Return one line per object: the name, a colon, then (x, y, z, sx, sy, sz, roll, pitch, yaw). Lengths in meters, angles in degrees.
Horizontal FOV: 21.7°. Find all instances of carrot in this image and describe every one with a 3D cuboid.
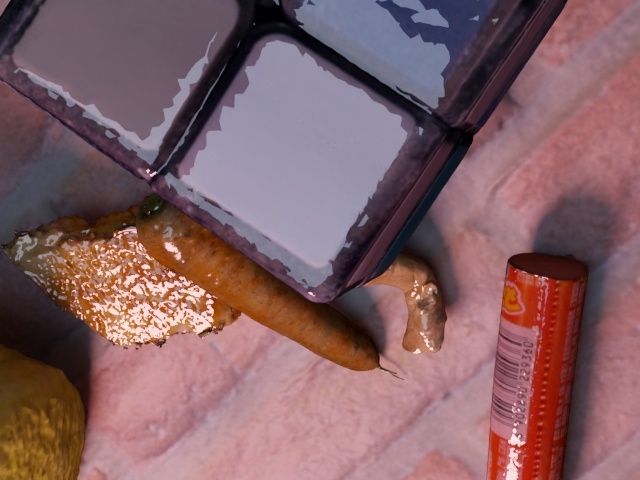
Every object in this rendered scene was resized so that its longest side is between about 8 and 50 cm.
carrot: (-0.040, 0.051, 1.503, 0.298, 0.078, 0.078, 37, 117, -22)

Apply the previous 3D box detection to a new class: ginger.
ginger: (0.000, 0.000, 1.499, 0.288, 0.089, 0.075, 35, 88, -6)

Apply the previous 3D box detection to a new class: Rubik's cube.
Rubik's cube: (-0.014, -0.168, 1.283, 0.313, 0.318, 0.316, 35, 95, 6)

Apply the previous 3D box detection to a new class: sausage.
sausage: (0.189, 0.147, 1.487, 0.074, 0.074, 0.274, 8, 109, 15)

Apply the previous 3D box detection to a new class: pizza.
pizza: (-0.170, 0.026, 1.566, 0.226, 0.069, 0.147, -13, 111, 13)

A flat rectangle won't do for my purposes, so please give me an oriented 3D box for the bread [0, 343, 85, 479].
bread: (-0.410, 0.220, 1.571, 0.308, 0.348, 0.348, 29, 114, 18)
